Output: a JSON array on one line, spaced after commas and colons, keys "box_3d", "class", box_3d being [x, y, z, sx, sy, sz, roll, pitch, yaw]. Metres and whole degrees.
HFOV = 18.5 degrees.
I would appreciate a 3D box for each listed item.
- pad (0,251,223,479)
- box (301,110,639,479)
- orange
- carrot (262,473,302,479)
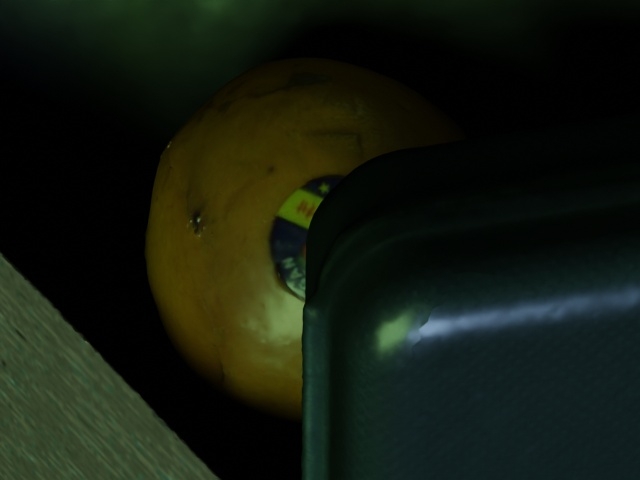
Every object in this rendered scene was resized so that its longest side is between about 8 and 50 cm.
[{"box_3d": [-0.093, 0.048, 0.489, 0.266, 0.002, 0.176, 43, 145, 19], "class": "pad"}, {"box_3d": [0.072, 0.070, 0.434, 0.160, 0.050, 0.230, -10, 132, -11], "class": "box"}, {"box_3d": [0.000, 0.000, 0.438, 0.083, 0.083, 0.083, 13, 133, 14], "class": "orange"}, {"box_3d": [-0.083, 0.126, 0.597, 0.298, 0.078, 0.078, -18, 119, 39], "class": "carrot"}]
